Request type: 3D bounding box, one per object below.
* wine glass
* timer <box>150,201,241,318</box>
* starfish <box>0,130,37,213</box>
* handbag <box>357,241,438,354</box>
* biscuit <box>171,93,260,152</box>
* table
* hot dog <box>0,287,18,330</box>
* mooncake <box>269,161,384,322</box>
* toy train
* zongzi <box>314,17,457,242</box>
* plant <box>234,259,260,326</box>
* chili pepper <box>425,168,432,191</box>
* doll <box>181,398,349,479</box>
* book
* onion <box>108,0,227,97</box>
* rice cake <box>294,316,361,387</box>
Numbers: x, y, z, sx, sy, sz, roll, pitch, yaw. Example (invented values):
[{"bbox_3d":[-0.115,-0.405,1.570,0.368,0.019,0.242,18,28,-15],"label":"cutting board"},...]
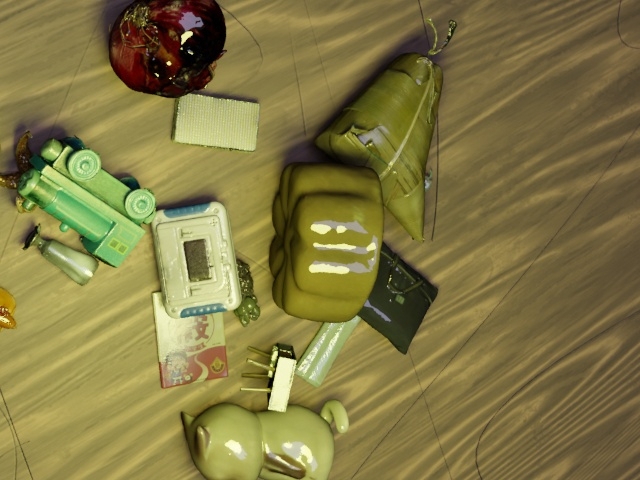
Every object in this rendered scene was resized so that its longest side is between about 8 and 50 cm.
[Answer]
[{"bbox_3d":[-0.564,0.031,1.783,0.155,0.072,0.072,36,81,-22],"label":"wine glass"},{"bbox_3d":[-0.283,0.045,1.861,0.178,0.078,0.254,-10,91,0],"label":"timer"},{"bbox_3d":[-0.606,-0.155,1.747,0.190,0.074,0.146,-37,106,-17],"label":"starfish"},{"bbox_3d":[0.174,0.134,2.087,0.254,0.088,0.211,40,67,-18],"label":"handbag"},{"bbox_3d":[-0.242,-0.272,1.908,0.199,0.040,0.121,6,89,-24],"label":"biscuit"},{"bbox_3d":[-0.125,0.309,1.912,0.111,0.240,0.122,13,89,-4],"label":"table"},{"bbox_3d":[-0.744,0.118,1.713,0.249,0.076,0.102,32,79,-21],"label":"hot dog"},{"bbox_3d":[0.000,0.000,1.863,0.200,0.378,0.379,7,92,-12],"label":"mooncake"},{"bbox_3d":[-0.492,-0.085,1.736,0.194,0.120,0.298,-53,130,-3],"label":"toy train"},{"bbox_3d":[0.249,-0.278,2.041,0.447,0.181,0.418,-48,114,-13],"label":"zongzi"},{"bbox_3d":[-0.188,0.119,1.949,0.085,0.087,0.174,-15,98,20],"label":"plant"},{"bbox_3d":[0.238,-0.130,2.121,0.153,0.041,0.050,-36,65,-16],"label":"chili pepper"},{"bbox_3d":[-0.132,0.491,1.931,0.370,0.215,0.226,0,96,-20],"label":"doll"},{"bbox_3d":[-0.306,0.225,1.935,0.162,0.022,0.232,-7,98,-22],"label":"book"},{"bbox_3d":[-0.316,-0.430,1.745,0.280,0.281,0.221,4,59,-23],"label":"onion"},{"bbox_3d":[0.019,0.256,2.063,0.080,0.042,0.222,35,81,-18],"label":"rice cake"}]
